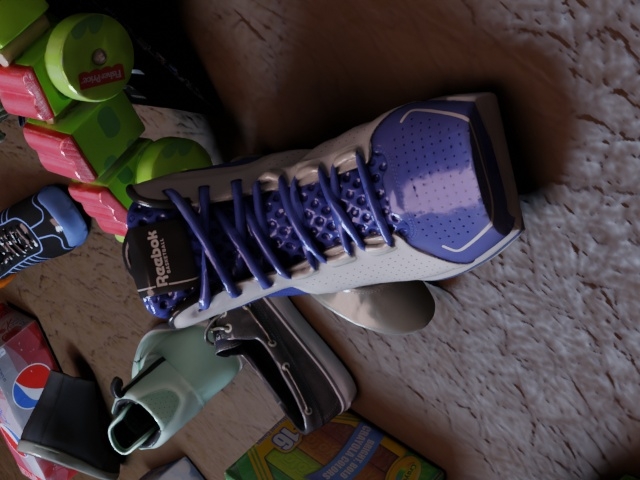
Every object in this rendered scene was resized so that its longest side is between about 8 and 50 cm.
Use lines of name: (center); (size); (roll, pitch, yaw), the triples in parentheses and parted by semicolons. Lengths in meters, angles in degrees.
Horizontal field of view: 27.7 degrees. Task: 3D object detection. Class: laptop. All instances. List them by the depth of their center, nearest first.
laptop: (-0.208, -0.240, 1.100); (0.234, 0.137, 0.264); (14, 160, 47)

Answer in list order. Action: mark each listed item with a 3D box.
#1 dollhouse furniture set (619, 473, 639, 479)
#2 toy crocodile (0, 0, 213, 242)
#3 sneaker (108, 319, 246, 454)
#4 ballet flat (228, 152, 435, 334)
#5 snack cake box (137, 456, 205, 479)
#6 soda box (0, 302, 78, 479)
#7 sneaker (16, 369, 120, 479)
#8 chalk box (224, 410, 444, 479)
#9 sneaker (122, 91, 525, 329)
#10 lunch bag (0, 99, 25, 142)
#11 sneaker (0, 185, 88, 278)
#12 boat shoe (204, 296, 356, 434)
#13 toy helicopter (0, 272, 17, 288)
dollhouse furniture set: (0.247, 0.257, 1.001); (0.076, 0.058, 0.152); (20, 138, 42)
toy crocodile: (-0.184, -0.084, 1.039); (0.115, 0.105, 0.340); (14, 147, 45)
sneaker: (-0.185, 0.162, 1.377); (0.094, 0.151, 0.256); (50, 151, -4)
ballet flat: (0.000, 0.000, 1.028); (0.213, 0.072, 0.068); (35, 152, 27)
snack cake box: (-0.148, 0.415, 1.670); (0.264, 0.089, 0.152); (52, 152, -3)
soda box: (-0.402, 0.219, 1.784); (0.083, 0.092, 0.263); (20, 138, 39)
sneaker: (-0.313, 0.249, 1.732); (0.083, 0.118, 0.222); (14, 166, 20)
chalk box: (0.034, 0.267, 1.223); (0.213, 0.132, 0.132); (28, 143, 31)
sneaker: (-0.028, -0.003, 0.895); (0.315, 0.182, 0.128); (-11, 97, 42)
lunch bag: (-0.436, -0.207, 1.239); (0.256, 0.212, 0.305); (-3, 122, 55)
sneaker: (-0.341, 0.002, 1.465); (0.081, 0.090, 0.232); (56, 150, -10)
boat shoe: (-0.067, 0.087, 1.210); (0.228, 0.076, 0.080); (50, 150, 1)
toy helicopter: (-0.552, -0.017, 1.581); (0.355, 0.235, 0.140); (53, 150, -5)
